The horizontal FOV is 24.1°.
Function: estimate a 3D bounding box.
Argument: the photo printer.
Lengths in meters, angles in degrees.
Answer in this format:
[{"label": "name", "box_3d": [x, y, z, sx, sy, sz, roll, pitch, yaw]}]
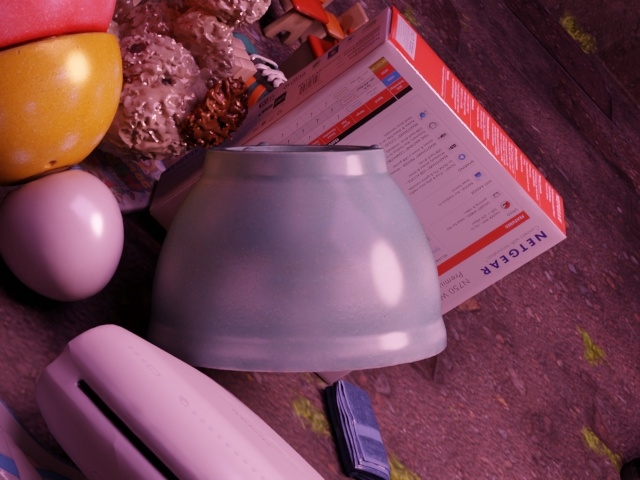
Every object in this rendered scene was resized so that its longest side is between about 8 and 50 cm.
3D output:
[{"label": "photo printer", "box_3d": [-0.089, 0.191, 1.216, 0.256, 0.107, 0.307, 41, -2, 22]}]

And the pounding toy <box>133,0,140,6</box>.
[{"label": "pounding toy", "box_3d": [-0.290, -0.359, 1.778, 0.181, 0.094, 0.206, -3, 59, -60]}]

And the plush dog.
[{"label": "plush dog", "box_3d": [-0.182, -0.169, 1.600, 0.225, 0.262, 0.210, -82, 169, -50]}]

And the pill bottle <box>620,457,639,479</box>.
[{"label": "pill bottle", "box_3d": [0.544, 0.309, 2.144, 0.123, 0.219, 0.123, 39, 28, -26]}]

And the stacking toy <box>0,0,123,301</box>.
[{"label": "stacking toy", "box_3d": [-0.292, -0.174, 1.372, 0.350, 0.350, 0.480, -16, 86, -63]}]

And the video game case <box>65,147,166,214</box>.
[{"label": "video game case", "box_3d": [-0.224, -0.082, 1.620, 0.119, 0.015, 0.166, 57, 26, 10]}]

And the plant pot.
[{"label": "plant pot", "box_3d": [-0.023, 0.005, 1.450, 0.293, 0.293, 0.196, -12, 104, -62]}]

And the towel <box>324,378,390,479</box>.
[{"label": "towel", "box_3d": [0.044, 0.213, 1.664, 0.067, 0.029, 0.119, 28, 34, -42]}]

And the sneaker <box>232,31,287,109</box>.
[{"label": "sneaker", "box_3d": [-0.048, -0.160, 1.888, 0.108, 0.121, 0.302, 16, 43, -51]}]

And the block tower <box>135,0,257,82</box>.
[{"label": "block tower", "box_3d": [-0.201, -0.325, 1.883, 0.091, 0.097, 0.335, 8, 48, -56]}]

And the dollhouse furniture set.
[{"label": "dollhouse furniture set", "box_3d": [-0.019, -0.335, 2.143, 0.262, 0.135, 0.259, 13, 45, -53]}]

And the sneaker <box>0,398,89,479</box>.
[{"label": "sneaker", "box_3d": [-0.234, 0.209, 1.165, 0.228, 0.087, 0.092, 42, 43, -17]}]

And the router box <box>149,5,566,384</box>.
[{"label": "router box", "box_3d": [0.039, -0.037, 1.611, 0.301, 0.335, 0.082, 46, 26, -23]}]
